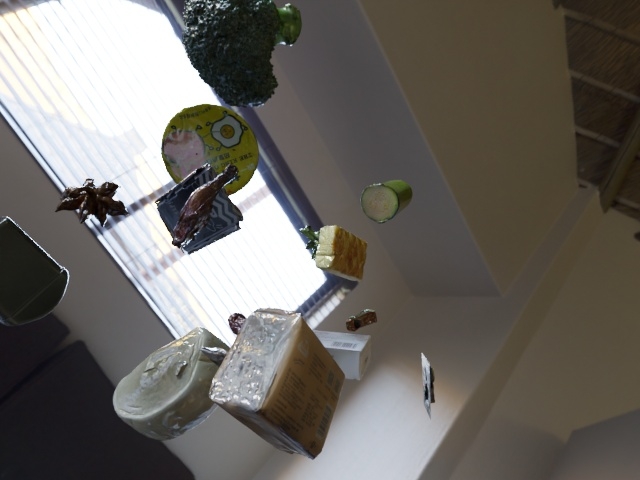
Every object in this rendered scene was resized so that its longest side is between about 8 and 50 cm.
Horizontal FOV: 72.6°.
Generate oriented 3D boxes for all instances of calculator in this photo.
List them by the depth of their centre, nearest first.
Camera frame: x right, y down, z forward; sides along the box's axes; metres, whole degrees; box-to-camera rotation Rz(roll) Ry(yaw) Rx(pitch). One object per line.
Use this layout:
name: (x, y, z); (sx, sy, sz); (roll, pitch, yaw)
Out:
calculator: (-0.297, -0.063, 1.036); (0.274, 0.028, 0.166); (-20, -78, 42)

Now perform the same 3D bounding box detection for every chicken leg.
chicken leg: (-0.235, -0.063, 0.863); (0.053, 0.093, 0.205); (46, -65, 7)

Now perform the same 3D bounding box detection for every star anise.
star anise: (-0.694, -0.126, 1.329); (0.212, 0.196, 0.111); (34, -66, 38)

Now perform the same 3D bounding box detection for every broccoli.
broccoli: (-0.175, -0.462, 1.021); (0.297, 0.297, 0.298); (29, -47, 37)
broccoli: (0.000, 0.000, 1.558); (0.160, 0.154, 0.167); (42, 8, 3)

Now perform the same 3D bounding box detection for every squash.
squash: (0.175, -0.104, 1.080); (0.095, 0.188, 0.095); (6, -76, 25)

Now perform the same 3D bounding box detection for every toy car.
toy car: (0.151, 0.298, 1.614); (0.035, 0.121, 0.059); (14, -60, 61)

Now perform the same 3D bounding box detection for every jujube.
jujube: (-0.264, 0.296, 1.490); (0.129, 0.077, 0.077); (36, -32, 18)

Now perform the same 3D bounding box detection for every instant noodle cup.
instant noodle cup: (-0.401, -0.295, 1.567); (0.326, 0.325, 0.254); (54, -16, -9)

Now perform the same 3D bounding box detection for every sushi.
sushi: (0.385, 0.503, 1.526); (0.139, 0.031, 0.201); (-45, 133, -86)

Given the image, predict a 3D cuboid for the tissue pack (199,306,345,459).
tissue pack: (-0.108, 0.308, 0.956); (0.238, 0.239, 0.306); (23, -26, 37)

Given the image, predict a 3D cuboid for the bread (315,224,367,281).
bread: (0.066, 0.039, 1.256); (0.068, 0.126, 0.188); (1, -15, 36)

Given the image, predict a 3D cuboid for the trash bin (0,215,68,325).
trash bin: (-0.721, 0.082, 1.016); (0.101, 0.177, 0.236); (6, -44, 36)

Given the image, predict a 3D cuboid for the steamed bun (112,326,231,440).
steamed bun: (-0.448, 0.486, 1.403); (0.236, 0.383, 0.247); (48, -9, 42)

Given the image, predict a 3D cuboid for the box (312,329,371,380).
box: (0.038, 0.400, 1.547); (0.260, 0.194, 0.111); (0, -87, 18)
